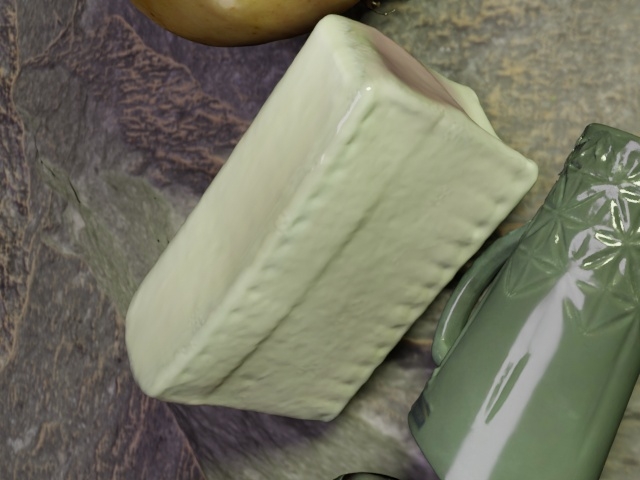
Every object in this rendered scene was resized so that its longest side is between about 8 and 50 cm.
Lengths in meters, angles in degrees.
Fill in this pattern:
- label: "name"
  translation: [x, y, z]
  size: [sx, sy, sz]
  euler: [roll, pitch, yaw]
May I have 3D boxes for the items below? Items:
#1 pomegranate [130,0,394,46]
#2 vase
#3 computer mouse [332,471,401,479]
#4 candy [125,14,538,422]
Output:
- label: "pomegranate"
  translation: [-0.038, -0.324, 0.885]
  size: [0.338, 0.338, 0.338]
  euler: [-2, 87, 38]
- label: "vase"
  translation: [0.187, 0.059, 0.788]
  size: [0.300, 0.156, 0.251]
  euler: [-66, 29, 9]
- label: "computer mouse"
  translation: [0.065, 0.284, 0.889]
  size: [0.233, 0.096, 0.137]
  euler: [-5, 84, 39]
- label: "candy"
  translation: [-0.003, -0.002, 0.876]
  size: [0.358, 0.208, 0.145]
  euler: [-53, 40, 24]
